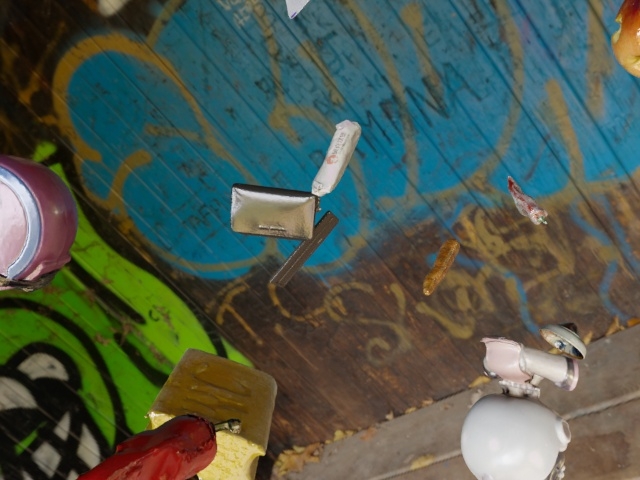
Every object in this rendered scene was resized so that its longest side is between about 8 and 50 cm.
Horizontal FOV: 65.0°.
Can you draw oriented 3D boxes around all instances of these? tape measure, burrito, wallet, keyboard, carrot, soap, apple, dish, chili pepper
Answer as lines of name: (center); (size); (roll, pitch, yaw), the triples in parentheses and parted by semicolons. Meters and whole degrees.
tape measure: (-0.548, -0.032, 0.849); (0.149, 0.246, 0.231); (-88, 8, -84)
burrito: (0.035, -0.176, 1.078); (0.064, 0.064, 0.203); (-17, 45, 56)
wallet: (-0.124, -0.074, 1.374); (0.044, 0.250, 0.148); (-75, -8, -70)
keyboard: (-0.008, -0.009, 1.502); (0.381, 0.041, 0.103); (-44, -26, 4)
carrot: (0.225, 0.050, 0.941); (0.036, 0.035, 0.165); (-25, 20, 46)
soap: (-0.274, 0.448, 1.299); (0.335, 0.294, 0.156); (-81, 11, -76)
apple: (0.678, -0.421, 0.998); (0.199, 0.199, 0.199); (-38, 16, 13)
dish: (0.732, 0.278, 1.485); (0.078, 0.141, 0.141); (-49, 17, -9)
chili pepper: (0.446, -0.082, 1.098); (0.041, 0.050, 0.153); (-26, 51, -3)
chili pepper: (-0.265, 0.362, 0.822); (0.110, 0.110, 0.388); (-37, -14, 18)

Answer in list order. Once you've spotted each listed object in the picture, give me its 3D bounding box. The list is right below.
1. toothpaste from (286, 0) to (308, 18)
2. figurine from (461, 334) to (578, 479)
toothpaste: (-0.057, -0.632, 1.109); (0.125, 0.080, 0.371); (-37, 47, 29)
figurine: (0.455, 0.425, 1.216); (0.253, 0.211, 0.360); (157, 125, -67)
